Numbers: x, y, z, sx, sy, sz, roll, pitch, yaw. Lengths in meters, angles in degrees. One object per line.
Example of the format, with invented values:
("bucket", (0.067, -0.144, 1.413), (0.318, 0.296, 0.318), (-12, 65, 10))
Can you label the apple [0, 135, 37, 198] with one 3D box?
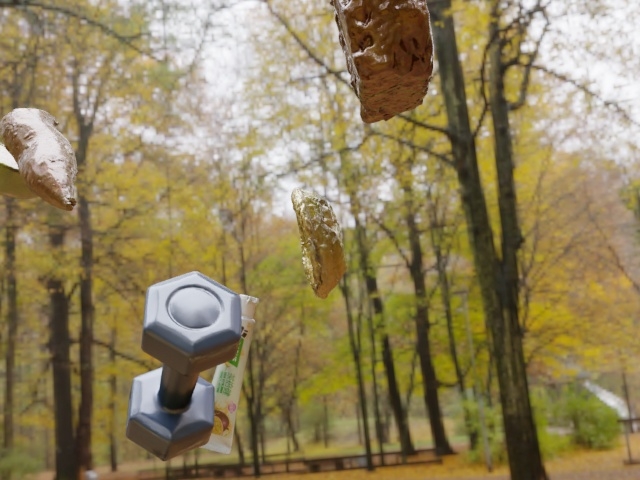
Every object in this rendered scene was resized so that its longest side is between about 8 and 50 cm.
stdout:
("apple", (-0.879, -0.186, 2.561), (0.265, 0.120, 0.193), (28, -50, -14))

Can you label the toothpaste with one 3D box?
("toothpaste", (-0.182, 0.264, 1.829), (0.056, 0.314, 0.058), (19, -10, -39))

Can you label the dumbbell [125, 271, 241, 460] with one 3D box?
("dumbbell", (-0.214, 0.199, 1.399), (0.157, 0.143, 0.316), (-17, -34, -32))

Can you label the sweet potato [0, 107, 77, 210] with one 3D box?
("sweet potato", (-0.573, -0.153, 1.934), (0.131, 0.336, 0.131), (-22, -41, -20))

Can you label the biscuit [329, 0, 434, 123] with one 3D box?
("biscuit", (0.112, -0.437, 1.808), (0.166, 0.342, 0.395), (-12, -5, 1))

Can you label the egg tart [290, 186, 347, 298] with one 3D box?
("egg tart", (0.000, 0.000, 1.891), (0.099, 0.252, 0.231), (-14, -45, -1))
